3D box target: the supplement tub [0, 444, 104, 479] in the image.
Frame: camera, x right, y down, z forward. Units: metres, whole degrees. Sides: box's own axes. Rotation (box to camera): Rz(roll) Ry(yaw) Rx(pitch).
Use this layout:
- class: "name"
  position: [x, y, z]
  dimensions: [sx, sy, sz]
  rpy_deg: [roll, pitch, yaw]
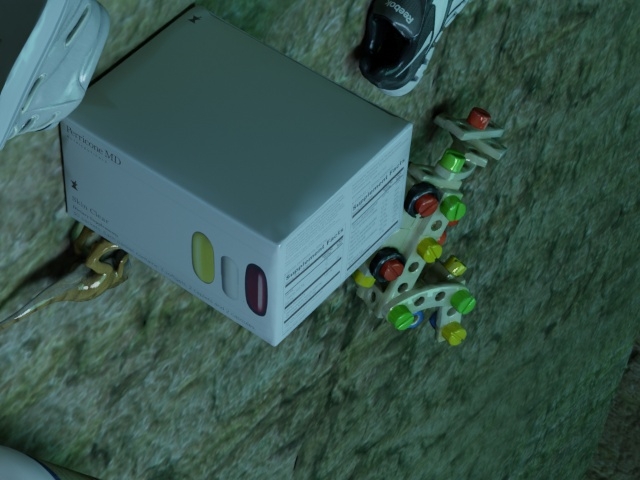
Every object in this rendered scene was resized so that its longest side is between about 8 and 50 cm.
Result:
- class: "supplement tub"
  position: [-0.291, 0.335, 1.807]
  dimensions: [0.228, 0.228, 0.316]
  rpy_deg: [-58, 157, -4]

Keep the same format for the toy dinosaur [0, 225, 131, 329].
- class: "toy dinosaur"
  position: [-0.234, 0.038, 1.776]
  dimensions: [0.211, 0.064, 0.112]
  rpy_deg: [-20, 137, -56]

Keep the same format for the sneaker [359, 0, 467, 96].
- class: "sneaker"
  position: [0.112, -0.274, 2.090]
  dimensions: [0.234, 0.078, 0.106]
  rpy_deg: [-63, 160, 14]

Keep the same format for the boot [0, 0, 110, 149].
- class: "boot"
  position: [-0.260, -0.104, 1.499]
  dimensions: [0.258, 0.095, 0.123]
  rpy_deg: [-59, 151, -3]

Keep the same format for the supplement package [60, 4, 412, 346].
- class: "supplement package"
  position: [-0.081, -0.066, 1.703]
  dimensions: [0.204, 0.262, 0.145]
  rpy_deg: [-43, 152, -34]

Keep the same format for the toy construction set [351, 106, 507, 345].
- class: "toy construction set"
  position: [0.150, -0.017, 2.390]
  dimensions: [0.215, 0.151, 0.327]
  rpy_deg: [6, 107, -39]
